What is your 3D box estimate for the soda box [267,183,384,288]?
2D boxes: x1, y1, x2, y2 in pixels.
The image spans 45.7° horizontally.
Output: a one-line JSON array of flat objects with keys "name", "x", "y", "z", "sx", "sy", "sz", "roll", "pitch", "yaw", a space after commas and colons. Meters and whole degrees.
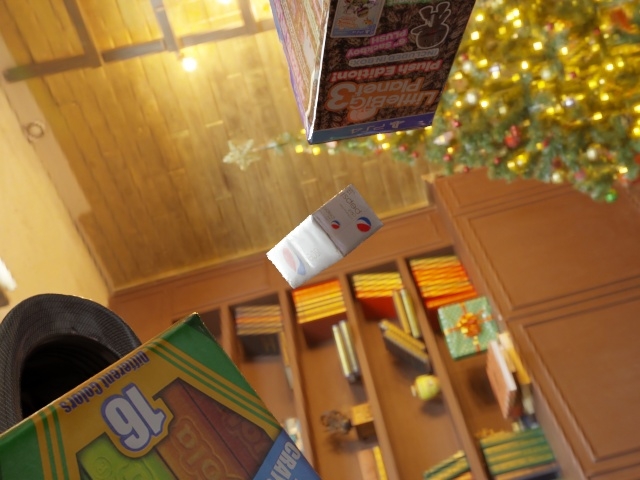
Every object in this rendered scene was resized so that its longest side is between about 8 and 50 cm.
[{"name": "soda box", "x": 0.000, "y": 0.000, "z": 1.023, "sx": 0.069, "sy": 0.074, "sz": 0.216, "roll": 52, "pitch": 156, "yaw": 0}]

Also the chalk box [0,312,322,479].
[{"name": "chalk box", "x": -0.082, "y": 0.226, "z": 0.428, "sx": 0.289, "sy": 0.179, "sz": 0.180, "roll": 51, "pitch": -148, "yaw": 2}]

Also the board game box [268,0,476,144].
[{"name": "board game box", "x": 0.040, "y": -0.276, "z": 0.735, "sx": 0.291, "sy": 0.141, "sz": 0.232, "roll": 101, "pitch": 156, "yaw": -62}]

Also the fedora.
[{"name": "fedora", "x": -0.241, "y": 0.199, "z": 0.710, "sx": 0.275, "sy": 0.124, "sz": 0.244, "roll": 63, "pitch": -163, "yaw": 16}]
